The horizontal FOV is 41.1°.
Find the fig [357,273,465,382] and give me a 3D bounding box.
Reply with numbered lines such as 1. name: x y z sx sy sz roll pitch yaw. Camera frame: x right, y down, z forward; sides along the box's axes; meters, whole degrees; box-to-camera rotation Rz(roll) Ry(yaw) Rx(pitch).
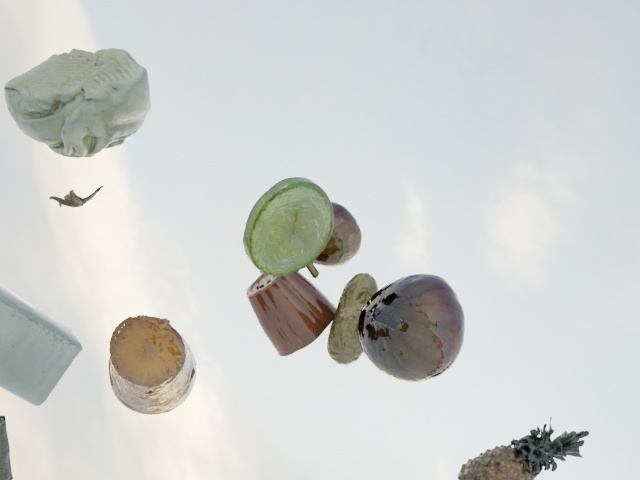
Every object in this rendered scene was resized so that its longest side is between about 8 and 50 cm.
1. fig: 0.185 0.175 1.769 0.214 0.235 0.235 24 -30 -14

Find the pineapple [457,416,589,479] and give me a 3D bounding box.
1. pineapple: 0.520 0.556 2.165 0.169 0.340 0.169 55 5 -7

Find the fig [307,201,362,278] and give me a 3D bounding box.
1. fig: -0.002 -0.006 2.151 0.175 0.207 0.175 19 -59 35

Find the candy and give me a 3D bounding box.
1. candy: -0.778 0.234 2.071 0.358 0.208 0.145 43 -9 -33

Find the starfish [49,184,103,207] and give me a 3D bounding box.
1. starfish: -0.594 -0.104 2.104 0.133 0.130 0.041 -173 -111 -83

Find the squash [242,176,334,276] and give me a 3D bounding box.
1. squash: -0.065 -0.026 1.786 0.041 0.219 0.219 35 -36 40

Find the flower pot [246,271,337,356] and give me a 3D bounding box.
1. flower pot: -0.080 0.154 2.067 0.173 0.190 0.190 54 -32 -14

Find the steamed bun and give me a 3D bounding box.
1. steamed bun: -0.529 -0.299 1.932 0.319 0.275 0.206 13 -42 18

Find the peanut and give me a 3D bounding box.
1. peanut: 0.081 0.182 2.000 0.095 0.226 0.108 21 -15 -11

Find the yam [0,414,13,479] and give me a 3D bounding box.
1. yam: -0.571 0.373 1.520 0.027 0.033 0.130 -115 -156 -69

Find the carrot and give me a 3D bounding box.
1. carrot: -0.328 0.235 1.701 0.196 0.196 0.254 50 -22 6
